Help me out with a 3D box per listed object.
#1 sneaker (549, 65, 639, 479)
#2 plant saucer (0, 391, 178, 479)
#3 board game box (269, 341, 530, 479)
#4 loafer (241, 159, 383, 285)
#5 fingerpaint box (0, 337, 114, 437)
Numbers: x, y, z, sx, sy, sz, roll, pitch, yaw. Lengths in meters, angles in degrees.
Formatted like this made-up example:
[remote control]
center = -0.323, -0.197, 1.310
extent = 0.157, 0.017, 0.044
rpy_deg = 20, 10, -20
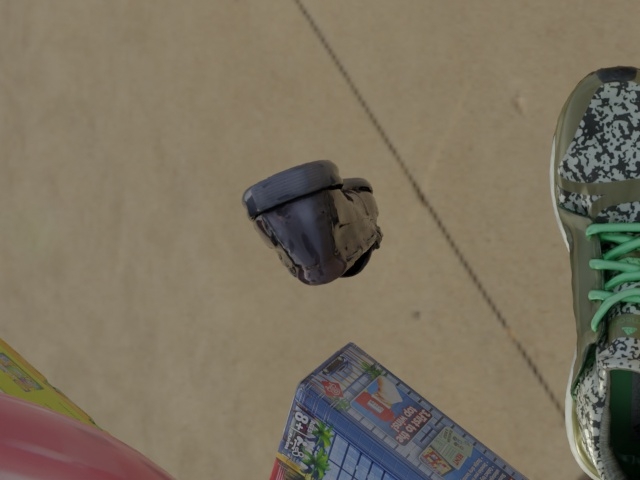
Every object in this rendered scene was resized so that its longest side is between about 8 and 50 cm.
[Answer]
[sneaker]
center = 0.283, 0.054, 1.131
extent = 0.158, 0.182, 0.410
rpy_deg = -5, 101, 12
[plant saucer]
center = -0.172, 0.174, 0.361
extent = 0.332, 0.332, 0.084
rpy_deg = -63, 34, 33
[board game box]
center = 0.060, 0.178, 0.611
extent = 0.194, 0.060, 0.194
rpy_deg = 25, 116, 19
[loafer]
center = 0.000, 0.000, 1.113
extent = 0.109, 0.302, 0.095
rpy_deg = -22, 83, 7
[fingerpaint box]
center = -0.360, 0.241, 1.305
extent = 0.445, 0.371, 0.163
rpy_deg = 39, 95, 9
